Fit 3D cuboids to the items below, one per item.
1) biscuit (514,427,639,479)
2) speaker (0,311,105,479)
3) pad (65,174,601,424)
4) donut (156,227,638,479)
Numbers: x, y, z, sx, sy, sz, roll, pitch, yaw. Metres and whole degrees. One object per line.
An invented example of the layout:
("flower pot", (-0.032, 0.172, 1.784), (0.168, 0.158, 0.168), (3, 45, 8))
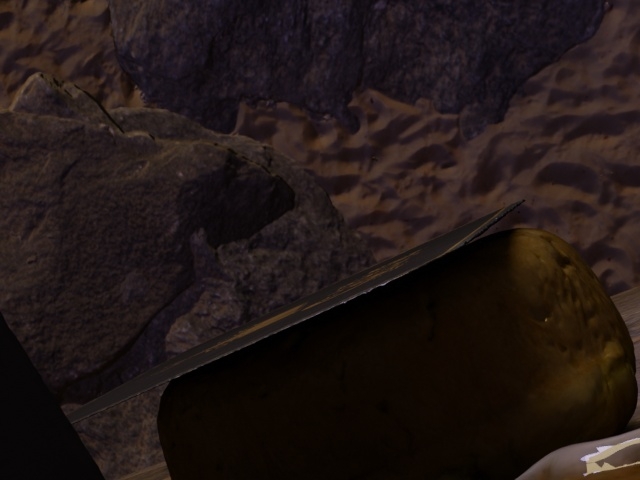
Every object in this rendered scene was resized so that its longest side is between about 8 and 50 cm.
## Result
("biscuit", (-0.051, 0.131, 0.392), (0.283, 0.064, 0.432), (-24, -4, 32))
("speaker", (-0.230, 0.117, 0.514), (0.254, 0.184, 0.232), (-37, -9, 19))
("pad", (0.001, 0.000, 0.850), (0.315, 0.063, 0.375), (-23, 0, 12))
("donut", (0.040, 0.087, 0.889), (0.261, 0.128, 0.208), (-23, -2, -5))
